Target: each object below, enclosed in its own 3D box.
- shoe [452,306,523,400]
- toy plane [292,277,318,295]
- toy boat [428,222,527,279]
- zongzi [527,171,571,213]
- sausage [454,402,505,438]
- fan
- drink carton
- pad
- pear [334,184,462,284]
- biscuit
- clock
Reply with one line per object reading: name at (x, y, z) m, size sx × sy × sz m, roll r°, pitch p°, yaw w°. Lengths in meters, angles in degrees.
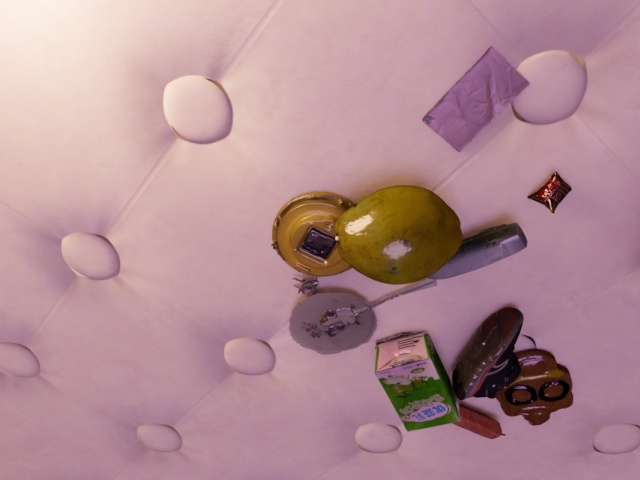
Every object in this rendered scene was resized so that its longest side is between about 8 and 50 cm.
shoe at (0.455, 0.306, 1.295) m, size 0.137 × 0.114 × 0.290 m, roll 16°, pitch 117°, yaw -12°
toy plane at (-0.031, 0.112, 1.260) m, size 0.079 × 0.031 × 0.083 m, roll 40°, pitch 136°, yaw -20°
toy boat at (0.339, 0.028, 1.165) m, size 0.261 × 0.085 × 0.078 m, roll -25°, pitch 116°, yaw 31°
zongzi at (0.494, -0.090, 1.077) m, size 0.083 × 0.073 × 0.067 m, roll -37°, pitch 131°, yaw 24°
sausage at (0.453, 0.526, 1.465) m, size 0.170 × 0.065 × 0.065 m, roll 26°, pitch 120°, yaw -10°
fan at (0.102, 0.183, 1.294) m, size 0.415 × 0.012 × 0.233 m, roll -28°, pitch 124°, yaw 19°
drink carton at (0.263, 0.380, 1.362) m, size 0.161 × 0.108 × 0.271 m, roll -18°, pitch 120°, yaw 17°
pad at (0.309, -0.278, 1.015) m, size 0.113 × 0.006 × 0.188 m, roll 36°, pitch 116°, yaw -16°
pear at (0.164, -0.011, 1.071) m, size 0.270 × 0.212 × 0.212 m, roll -2°, pitch 122°, yaw -7°
biscuit at (0.589, 0.418, 1.400) m, size 0.209 × 0.041 × 0.290 m, roll -13°, pitch 119°, yaw 13°
clock at (0.000, 0.000, 1.179) m, size 0.237 × 0.057 × 0.236 m, roll 3°, pitch 122°, yaw 4°
